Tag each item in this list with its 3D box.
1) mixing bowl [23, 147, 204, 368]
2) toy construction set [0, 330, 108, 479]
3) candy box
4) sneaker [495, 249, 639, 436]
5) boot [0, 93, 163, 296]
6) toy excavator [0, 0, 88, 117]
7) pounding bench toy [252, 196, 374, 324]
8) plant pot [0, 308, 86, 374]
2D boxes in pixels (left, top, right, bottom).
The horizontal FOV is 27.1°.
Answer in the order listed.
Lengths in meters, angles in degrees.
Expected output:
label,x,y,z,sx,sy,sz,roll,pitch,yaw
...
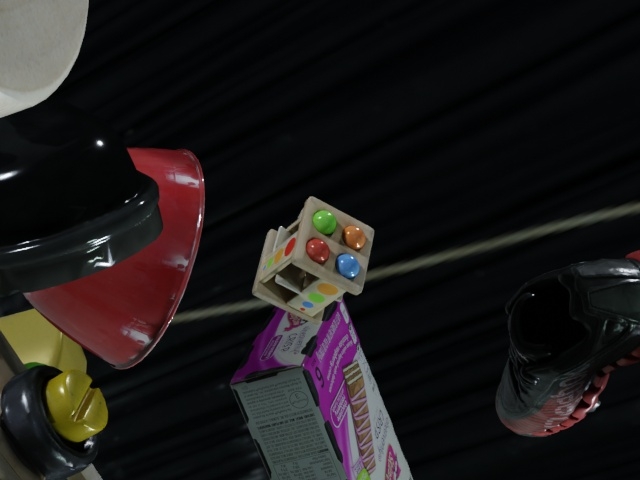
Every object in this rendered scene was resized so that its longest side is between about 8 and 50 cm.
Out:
label,x,y,z,sx,sy,sz,roll,pitch,yaw
mixing bowl,-0.174,0.000,1.025,0.098,0.181,0.181,20,51,-27
toy construction set,-0.247,0.128,0.646,0.309,0.257,0.237,33,29,-9
candy box,0.013,0.182,1.155,0.159,0.071,0.233,-61,133,-66
sneaker,0.209,0.096,1.192,0.135,0.276,0.097,0,59,-23
boot,-0.243,-0.126,0.717,0.131,0.348,0.260,-37,133,-41
toy excavator,-0.245,-0.270,0.369,0.433,0.222,0.445,16,65,-64
pounding bench toy,0.000,0.000,0.883,0.052,0.065,0.083,27,53,-19
plant pot,-0.259,0.120,1.202,0.083,0.082,0.081,-108,-176,-52
